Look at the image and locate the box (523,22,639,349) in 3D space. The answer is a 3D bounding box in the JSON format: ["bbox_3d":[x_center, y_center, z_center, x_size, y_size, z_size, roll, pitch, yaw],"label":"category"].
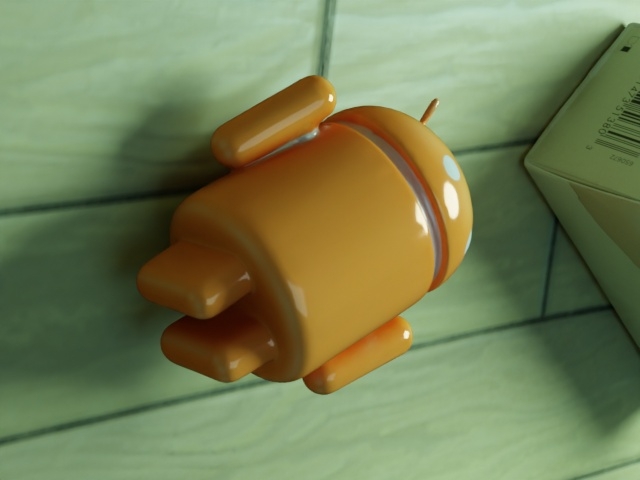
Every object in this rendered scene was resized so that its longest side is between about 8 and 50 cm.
[{"bbox_3d":[0.290,0.000,1.283,0.148,0.121,0.311,-53,133,-13],"label":"box"}]

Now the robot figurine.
[{"bbox_3d":[0.000,-0.002,1.015,0.219,0.158,0.128,-31,168,-29],"label":"robot figurine"}]
